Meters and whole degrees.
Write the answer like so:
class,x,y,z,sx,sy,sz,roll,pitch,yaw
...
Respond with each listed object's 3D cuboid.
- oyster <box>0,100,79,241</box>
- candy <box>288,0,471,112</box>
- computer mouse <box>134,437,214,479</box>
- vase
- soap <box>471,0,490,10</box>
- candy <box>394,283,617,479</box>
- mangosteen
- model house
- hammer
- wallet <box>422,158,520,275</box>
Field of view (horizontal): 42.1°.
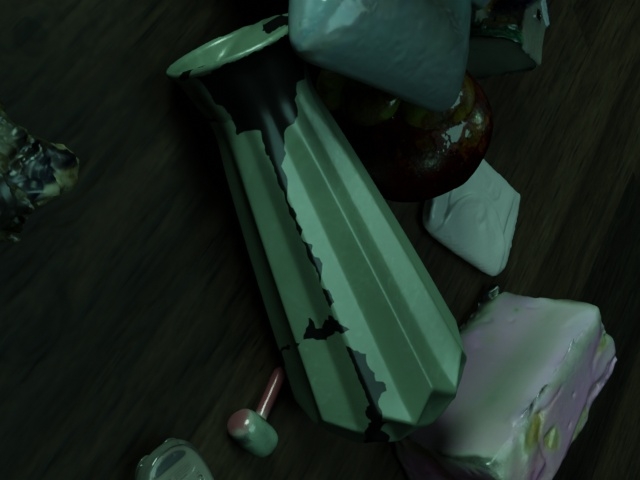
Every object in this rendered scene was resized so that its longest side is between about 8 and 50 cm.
class,x,y,z,sx,sy,sz,roll,pitch,yaw
oyster,-0.225,-0.025,0.516,0.148,0.051,0.103,-52,122,-18
candy,0.050,-0.181,0.624,0.174,0.071,0.138,12,79,-44
computer mouse,-0.117,0.204,0.665,0.066,0.039,0.096,-35,110,-41
vase,0.000,0.000,0.700,0.165,0.165,0.360,-43,119,-37
soap,0.052,-0.296,0.692,0.324,0.109,0.193,6,133,-48
candy,0.209,0.175,0.934,0.265,0.156,0.115,-44,127,-35
mangosteen,0.073,-0.115,0.753,0.181,0.156,0.145,44,44,-60
model house,0.192,-0.244,0.915,0.088,0.101,0.100,29,71,-43
hammer,-0.049,0.149,0.742,0.052,0.031,0.083,54,50,-40
wallet,0.184,-0.036,0.978,0.183,0.032,0.124,32,68,-43
